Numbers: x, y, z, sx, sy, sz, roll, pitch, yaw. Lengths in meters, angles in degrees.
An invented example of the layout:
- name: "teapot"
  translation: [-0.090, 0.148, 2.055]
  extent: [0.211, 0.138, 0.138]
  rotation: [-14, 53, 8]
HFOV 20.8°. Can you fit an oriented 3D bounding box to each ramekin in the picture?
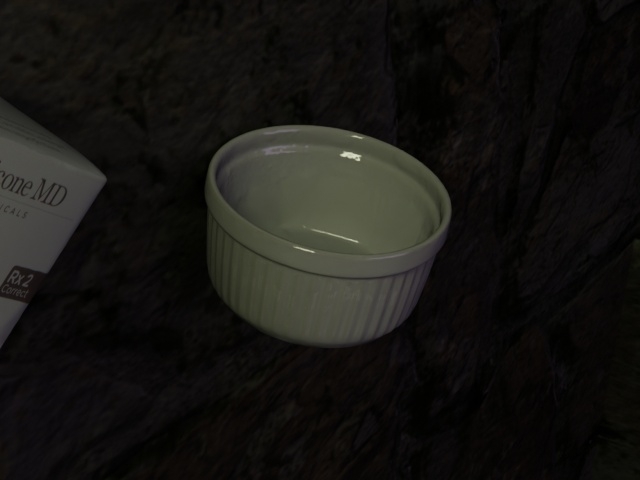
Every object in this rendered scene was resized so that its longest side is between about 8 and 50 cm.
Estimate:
- name: "ramekin"
  translation: [0.000, 0.000, 1.468]
  extent: [0.207, 0.207, 0.109]
  rotation: [-40, 147, -51]

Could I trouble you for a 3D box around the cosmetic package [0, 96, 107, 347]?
- name: "cosmetic package"
  translation: [-0.247, -0.011, 0.935]
  extent: [0.183, 0.151, 0.151]
  rotation: [-57, 155, 5]
